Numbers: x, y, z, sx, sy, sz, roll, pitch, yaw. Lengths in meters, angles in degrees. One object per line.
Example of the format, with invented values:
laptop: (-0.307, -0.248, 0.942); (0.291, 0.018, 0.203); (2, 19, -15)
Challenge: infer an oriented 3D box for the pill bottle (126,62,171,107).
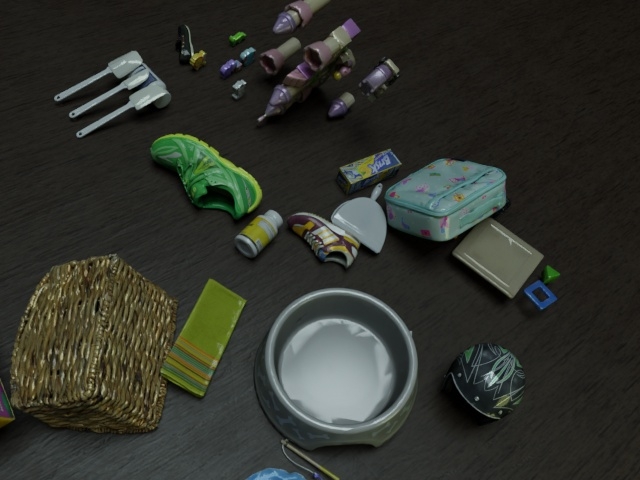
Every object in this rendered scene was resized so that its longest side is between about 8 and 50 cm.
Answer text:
pill bottle: (-0.445, -0.401, 1.562); (0.067, 0.067, 0.120); (-35, 71, -29)

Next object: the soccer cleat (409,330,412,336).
soccer cleat: (0.169, 0.202, 1.357); (0.083, 0.029, 0.035); (26, 41, 5)

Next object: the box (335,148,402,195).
box: (0.127, -0.180, 1.569); (0.169, 0.054, 0.059); (-23, 67, -26)

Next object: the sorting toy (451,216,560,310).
sorting toy: (0.442, 0.042, 1.511); (0.348, 0.047, 0.196); (39, 54, 15)

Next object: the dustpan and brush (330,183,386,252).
dustpan and brush: (0.120, -0.076, 1.509); (0.147, 0.060, 0.211); (34, 62, -6)

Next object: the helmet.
helmet: (0.346, 0.297, 1.257); (0.169, 0.161, 0.169); (6, 57, -10)

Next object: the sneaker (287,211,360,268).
sneaker: (0.000, 0.000, 1.416); (0.185, 0.069, 0.084); (22, 54, 3)

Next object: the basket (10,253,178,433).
basket: (-0.436, 0.211, 1.163); (0.214, 0.223, 0.299); (-12, 57, 17)

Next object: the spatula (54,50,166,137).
spatula: (-0.534, -0.369, 1.509); (0.242, 0.019, 0.168); (-33, 78, -10)

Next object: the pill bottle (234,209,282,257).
pill bottle: (-0.141, -0.018, 1.396); (0.065, 0.065, 0.116); (37, 57, 10)

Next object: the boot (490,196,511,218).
boot: (0.444, -0.112, 1.590); (0.121, 0.045, 0.099); (46, 40, 18)

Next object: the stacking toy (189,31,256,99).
stacking toy: (-0.231, -0.504, 1.688); (0.167, 0.052, 0.221); (38, 57, 11)

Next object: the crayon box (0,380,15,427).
crayon box: (-0.747, 0.228, 1.022); (0.313, 0.106, 0.363); (-30, 69, -10)

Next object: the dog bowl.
dog bowl: (0.039, 0.252, 1.227); (0.349, 0.102, 0.348); (3, 58, -5)

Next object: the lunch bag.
lunch bag: (0.316, -0.108, 1.477); (0.279, 0.107, 0.224); (-30, 32, -29)

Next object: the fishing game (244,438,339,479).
fishing game: (-0.077, 0.506, 1.089); (0.189, 0.041, 0.264); (34, 55, 17)

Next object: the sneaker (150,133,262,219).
sneaker: (-0.282, -0.152, 1.419); (0.296, 0.109, 0.123); (29, 52, 5)

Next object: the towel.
towel: (-0.236, 0.196, 1.239); (0.102, 0.021, 0.237); (37, 52, -19)

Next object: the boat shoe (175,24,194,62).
boat shoe: (-0.386, -0.556, 1.684); (0.042, 0.049, 0.133); (-3, 63, -25)

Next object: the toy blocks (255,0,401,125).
toy blocks: (-0.027, -0.413, 1.539); (0.309, 0.288, 0.260); (47, 63, -4)
